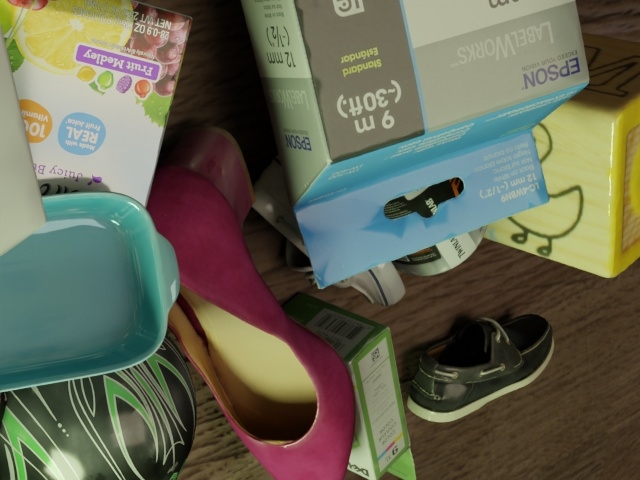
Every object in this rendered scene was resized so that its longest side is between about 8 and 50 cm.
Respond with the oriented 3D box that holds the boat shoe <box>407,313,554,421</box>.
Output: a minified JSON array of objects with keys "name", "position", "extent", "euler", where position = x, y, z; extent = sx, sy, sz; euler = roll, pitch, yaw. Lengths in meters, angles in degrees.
[{"name":"boat shoe","position":[0.190,0.126,1.459],"extent":[0.233,0.084,0.079],"euler":[-22,122,-42]}]

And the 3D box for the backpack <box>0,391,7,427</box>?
[{"name":"backpack","position":[-0.291,0.109,0.816],"extent":[0.182,0.115,0.151],"euler":[-2,109,-48]}]

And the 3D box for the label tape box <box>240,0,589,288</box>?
[{"name":"label tape box","position":[0.081,-0.155,1.042],"extent":[0.249,0.115,0.347],"euler":[-19,103,-22]}]

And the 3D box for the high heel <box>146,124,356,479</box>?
[{"name":"high heel","position":[-0.074,0.106,1.050],"extent":[0.181,0.127,0.377],"euler":[-65,138,-54]}]

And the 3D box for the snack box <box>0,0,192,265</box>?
[{"name":"snack box","position":[-0.195,-0.069,0.844],"extent":[0.175,0.070,0.207],"euler":[11,97,-25]}]

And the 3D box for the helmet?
[{"name":"helmet","position":[-0.172,0.117,0.939],"extent":[0.169,0.169,0.161],"euler":[-34,143,-39]}]

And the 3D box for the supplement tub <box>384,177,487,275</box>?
[{"name":"supplement tub","position":[0.075,-0.060,1.205],"extent":[0.117,0.117,0.190],"euler":[-58,142,-17]}]

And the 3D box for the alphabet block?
[{"name":"alphabet block","position":[0.270,-0.101,1.369],"extent":[0.193,0.197,0.192],"euler":[-33,129,-39]}]

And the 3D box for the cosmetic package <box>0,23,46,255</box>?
[{"name":"cosmetic package","position":[-0.274,-0.101,0.638],"extent":[0.138,0.225,0.224],"euler":[-38,139,-36]}]

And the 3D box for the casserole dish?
[{"name":"casserole dish","position":[-0.181,0.032,0.800],"extent":[0.188,0.037,0.114],"euler":[-9,90,-24]}]

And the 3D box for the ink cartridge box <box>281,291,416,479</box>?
[{"name":"ink cartridge box","position":[0.021,0.160,1.238],"extent":[0.062,0.109,0.209],"euler":[-41,134,-34]}]

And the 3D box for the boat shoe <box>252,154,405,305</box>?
[{"name":"boat shoe","position":[0.000,0.000,1.185],"extent":[0.076,0.083,0.226],"euler":[-40,132,-3]}]
